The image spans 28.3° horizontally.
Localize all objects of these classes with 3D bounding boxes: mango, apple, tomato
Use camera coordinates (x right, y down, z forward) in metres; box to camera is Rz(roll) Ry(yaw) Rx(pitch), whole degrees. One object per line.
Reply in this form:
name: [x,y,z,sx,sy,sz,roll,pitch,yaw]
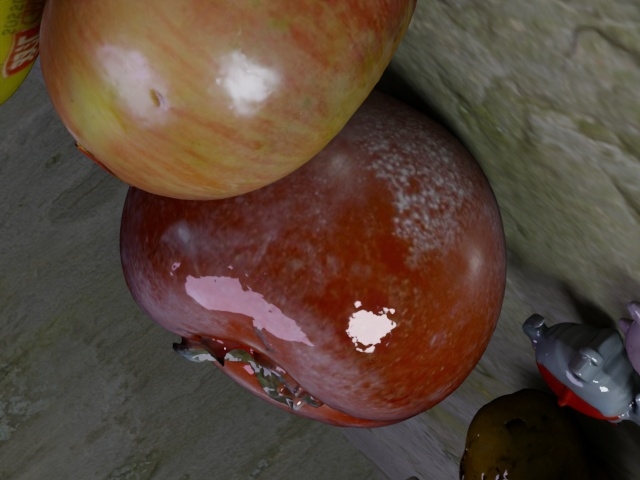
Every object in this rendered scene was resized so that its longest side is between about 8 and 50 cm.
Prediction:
mango: [0.210,0.231,1.208,0.156,0.151,0.248,12,154,12]
apple: [-0.053,-0.120,0.662,0.164,0.209,0.209,42,172,-16]
tomato: [0.000,0.000,0.874,0.270,0.227,0.270,25,166,7]

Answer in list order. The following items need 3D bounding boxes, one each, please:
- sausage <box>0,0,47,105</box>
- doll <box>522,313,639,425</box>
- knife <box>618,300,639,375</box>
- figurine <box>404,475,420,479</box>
sausage: [-0.183,-0.181,0.667,0.123,0.123,0.347,46,138,8]
doll: [0.197,0.099,0.930,0.104,0.062,0.194,62,-177,17]
knife: [0.329,0.184,0.762,0.398,0.038,0.132,45,167,16]
figurine: [0.240,0.262,0.926,0.361,0.266,0.377,28,141,-1]
